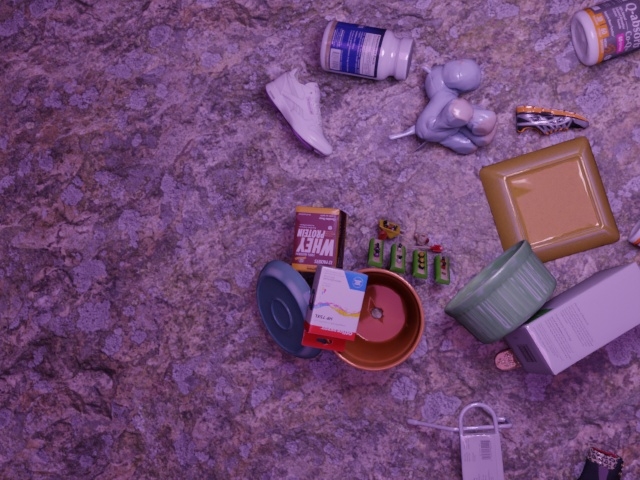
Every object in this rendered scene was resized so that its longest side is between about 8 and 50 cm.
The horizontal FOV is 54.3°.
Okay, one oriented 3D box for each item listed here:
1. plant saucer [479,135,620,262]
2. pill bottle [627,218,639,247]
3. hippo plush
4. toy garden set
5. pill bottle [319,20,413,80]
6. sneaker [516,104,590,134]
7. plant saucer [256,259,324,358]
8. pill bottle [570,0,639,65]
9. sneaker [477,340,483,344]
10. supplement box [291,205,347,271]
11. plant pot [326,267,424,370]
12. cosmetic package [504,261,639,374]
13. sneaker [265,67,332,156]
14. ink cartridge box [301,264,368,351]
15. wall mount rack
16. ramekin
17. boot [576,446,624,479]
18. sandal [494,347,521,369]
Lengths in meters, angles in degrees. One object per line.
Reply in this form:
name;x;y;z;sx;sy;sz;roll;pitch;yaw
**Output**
plant saucer;0.678;-0.110;1.838;0.333;0.081;0.332;-17;87;9
pill bottle;0.971;0.004;1.784;0.152;0.086;0.086;31;94;9
hippo plush;0.395;-0.402;1.855;0.294;0.234;0.236;-13;63;49
toy garden set;0.268;0.021;1.852;0.244;0.203;0.049;14;127;-2
pill bottle;0.142;-0.570;1.894;0.265;0.153;0.153;13;91;9
sneaker;0.683;-0.350;1.847;0.215;0.084;0.083;10;104;13
plant saucer;-0.104;0.214;1.866;0.044;0.317;0.317;-22;84;-33
pill bottle;0.875;-0.615;1.772;0.278;0.162;0.162;-17;86;9
sneaker;0.520;0.264;1.875;0.118;0.042;0.067;-23;89;10
supplement box;0.000;0.000;1.886;0.129;0.194;0.191;4;90;9
plant pot;0.163;0.223;1.852;0.291;0.203;0.290;0;90;10
cosmetic package;0.715;0.218;1.723;0.366;0.197;0.155;-29;83;-11
sneaker;-0.041;-0.401;1.940;0.152;0.114;0.305;-37;84;8
ink cartridge box;0.036;0.192;1.712;0.134;0.078;0.231;11;91;-12
wall mount rack;0.419;0.645;1.849;0.304;0.130;0.350;-4;88;6
ramekin;0.508;0.151;1.748;0.303;0.303;0.148;-43;84;6
boot;0.852;0.717;1.793;0.236;0.085;0.178;21;90;9
sandal;0.632;0.325;1.837;0.240;0.079;0.088;-25;85;8
